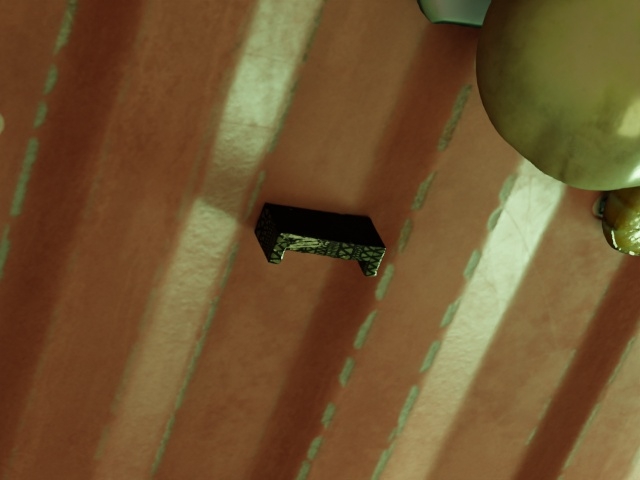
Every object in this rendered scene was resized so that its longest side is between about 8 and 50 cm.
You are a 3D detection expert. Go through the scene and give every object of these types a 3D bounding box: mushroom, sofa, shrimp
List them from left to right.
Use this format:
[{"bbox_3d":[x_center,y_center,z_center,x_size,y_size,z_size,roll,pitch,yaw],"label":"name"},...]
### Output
[{"bbox_3d":[0.000,0.000,1.671,0.118,0.060,0.039,7,120,-24],"label":"sofa"},{"bbox_3d":[0.273,-0.161,1.507,0.260,0.234,0.254,23,88,8],"label":"mushroom"},{"bbox_3d":[0.401,-0.088,1.764,0.198,0.051,0.262,-5,131,-25],"label":"shrimp"}]

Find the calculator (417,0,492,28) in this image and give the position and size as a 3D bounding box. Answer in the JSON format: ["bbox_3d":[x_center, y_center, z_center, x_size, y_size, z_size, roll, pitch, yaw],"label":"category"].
[{"bbox_3d":[0.220,-0.260,1.555,0.293,0.051,0.173,3,125,-23],"label":"calculator"}]
